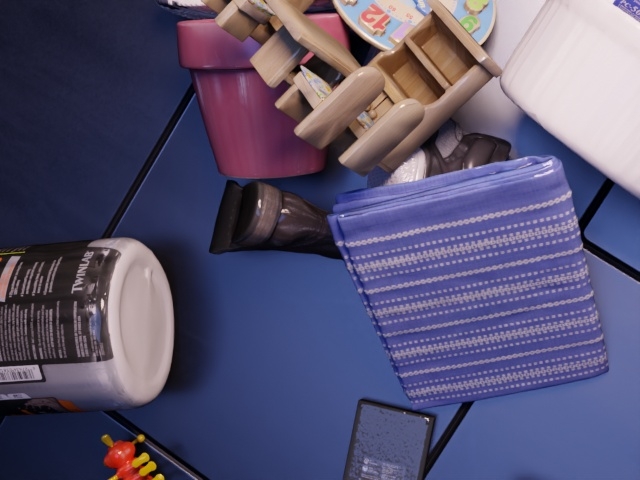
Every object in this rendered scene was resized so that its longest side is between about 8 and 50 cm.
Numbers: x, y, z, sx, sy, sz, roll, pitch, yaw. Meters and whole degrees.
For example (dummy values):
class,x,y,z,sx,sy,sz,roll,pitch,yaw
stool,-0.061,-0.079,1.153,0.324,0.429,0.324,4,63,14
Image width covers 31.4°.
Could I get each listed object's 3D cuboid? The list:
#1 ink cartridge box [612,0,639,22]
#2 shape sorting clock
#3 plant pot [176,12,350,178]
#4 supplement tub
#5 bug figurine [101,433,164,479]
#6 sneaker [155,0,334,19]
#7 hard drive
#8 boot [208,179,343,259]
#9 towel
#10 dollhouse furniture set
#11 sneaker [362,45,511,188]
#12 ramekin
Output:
class,x,y,z,sx,sy,sz,roll,pitch,yaw
ink cartridge box,0.406,-0.292,1.215,0.097,0.046,0.207,38,63,8
shape sorting clock,0.105,-0.289,1.300,0.206,0.040,0.206,6,63,-12
plant pot,-0.062,-0.170,1.326,0.201,0.201,0.180,0,103,14
supplement tub,-0.366,0.109,1.383,0.338,0.207,0.207,-5,88,15
bug figurine,-0.290,0.380,1.428,0.279,0.072,0.216,-31,88,7
sneaker,-0.087,-0.354,1.379,0.235,0.094,0.153,-3,86,15
hard drive,0.078,0.265,1.360,0.094,0.022,0.135,12,92,15
boot,0.000,0.000,1.326,0.229,0.263,0.091,15,87,-18
towel,0.167,0.054,1.227,0.243,0.336,0.040,-12,42,13
dollhouse furniture set,0.044,-0.189,1.125,0.161,0.242,0.212,-43,56,15
sneaker,0.131,-0.132,1.317,0.153,0.101,0.268,9,59,-20
ramekin,0.319,-0.144,1.183,0.277,0.277,0.135,39,105,12
